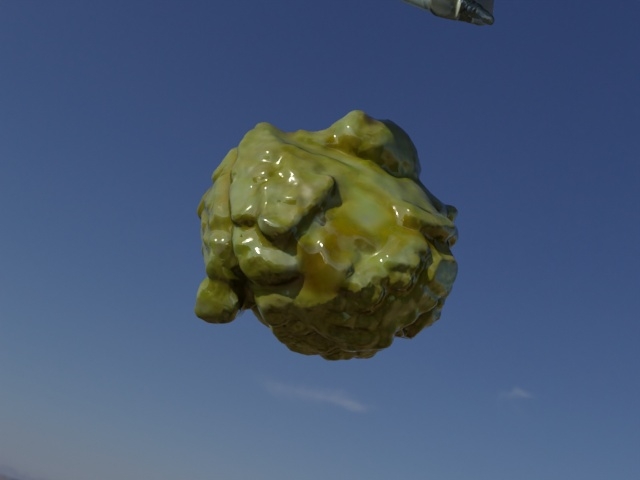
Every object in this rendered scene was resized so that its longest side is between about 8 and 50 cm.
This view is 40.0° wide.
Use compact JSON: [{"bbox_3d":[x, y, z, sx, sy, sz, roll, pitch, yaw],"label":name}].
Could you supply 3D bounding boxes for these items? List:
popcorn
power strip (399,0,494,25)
[{"bbox_3d":[0.000,0.000,0.801,0.256,0.255,0.195,30,-40,31],"label":"popcorn"},{"bbox_3d":[0.056,-0.207,0.692,0.060,0.027,0.252,2,24,-33],"label":"power strip"}]
